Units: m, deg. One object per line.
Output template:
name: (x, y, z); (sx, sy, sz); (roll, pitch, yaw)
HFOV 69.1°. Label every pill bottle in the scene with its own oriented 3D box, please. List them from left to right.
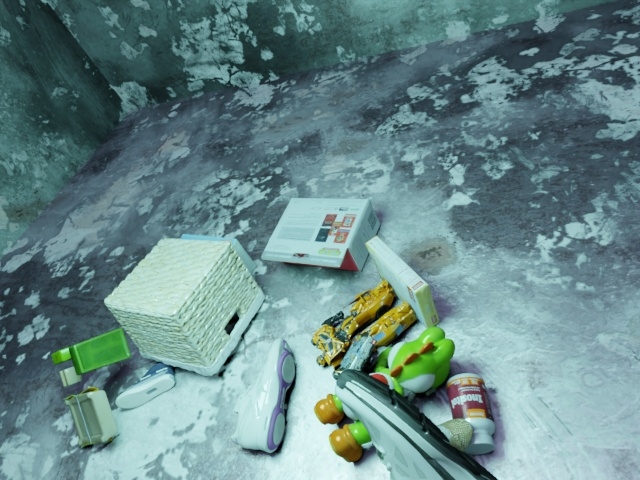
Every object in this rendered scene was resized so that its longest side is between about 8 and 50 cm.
pill bottle: (0.330, 0.377, 1.014); (0.085, 0.086, 0.152); (-15, 44, 16)

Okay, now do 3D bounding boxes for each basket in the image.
basket: (-0.412, 0.190, 1.449); (0.330, 0.267, 0.328); (4, 43, 30)

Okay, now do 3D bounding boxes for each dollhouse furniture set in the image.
dollhouse furniture set: (-0.672, 0.451, 1.422); (0.197, 0.302, 0.151); (-25, -6, 38)

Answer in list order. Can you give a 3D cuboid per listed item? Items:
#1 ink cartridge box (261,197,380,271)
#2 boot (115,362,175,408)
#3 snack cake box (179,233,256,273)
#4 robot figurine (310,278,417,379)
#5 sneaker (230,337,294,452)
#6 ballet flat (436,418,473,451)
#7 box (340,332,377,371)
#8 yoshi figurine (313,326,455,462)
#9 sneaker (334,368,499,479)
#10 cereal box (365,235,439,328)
ink cartridge box: (0.000, 0.000, 1.528); (0.309, 0.130, 0.272); (5, 54, 32)
boot: (-0.543, 0.449, 1.451); (0.189, 0.069, 0.086); (-23, 34, -4)
snack cake box: (-0.381, 0.065, 1.659); (0.264, 0.152, 0.089); (4, 52, 32)
robot figurine: (0.103, 0.242, 1.270); (0.290, 0.085, 0.211); (-35, 42, -6)
sneaker: (-0.158, 0.398, 1.241); (0.151, 0.114, 0.305); (-7, 46, 21)
ballet flat: (0.224, 0.435, 0.972); (0.206, 0.067, 0.073); (-45, 40, 23)
box: (0.090, 0.273, 1.123); (0.027, 0.137, 0.094); (32, 80, 0)
yoshi figurine: (0.176, 0.352, 1.100); (0.362, 0.204, 0.203); (-41, 4, 7)
sneaker: (0.152, 0.465, 0.857); (0.447, 0.169, 0.258); (40, 89, 12)
cereal box: (0.222, 0.112, 1.266); (0.047, 0.173, 0.240); (-34, 43, -7)
